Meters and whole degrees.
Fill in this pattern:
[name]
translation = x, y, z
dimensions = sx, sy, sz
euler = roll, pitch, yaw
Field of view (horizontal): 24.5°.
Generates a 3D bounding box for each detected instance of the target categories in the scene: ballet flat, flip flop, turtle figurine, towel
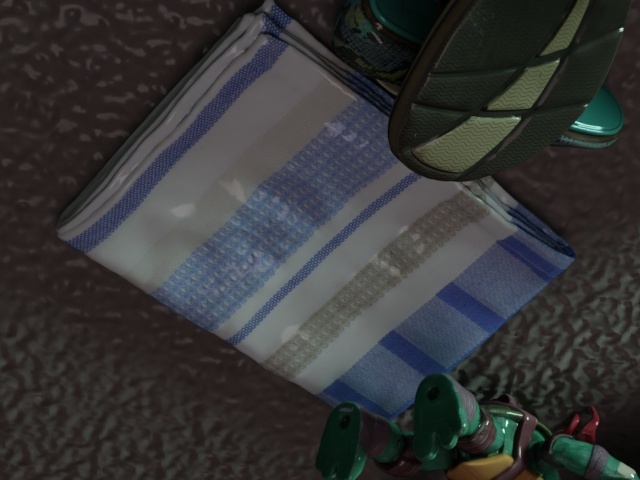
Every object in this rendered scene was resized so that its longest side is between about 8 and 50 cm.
[ballet flat]
translation = 0.090, -0.096, 0.872
dimensions = 0.188, 0.070, 0.070
euler = 26, 118, -19
[flip flop]
translation = 0.113, -0.161, 0.796
dimensions = 0.112, 0.080, 0.277
euler = 16, 98, -35
[turtle figurine]
translation = 0.115, 0.163, 1.008
dimensions = 0.175, 0.118, 0.234
euler = -38, 134, 22
[towel]
translation = 0.000, 0.000, 0.937
dimensions = 0.285, 0.034, 0.209
euler = 35, 115, -26
